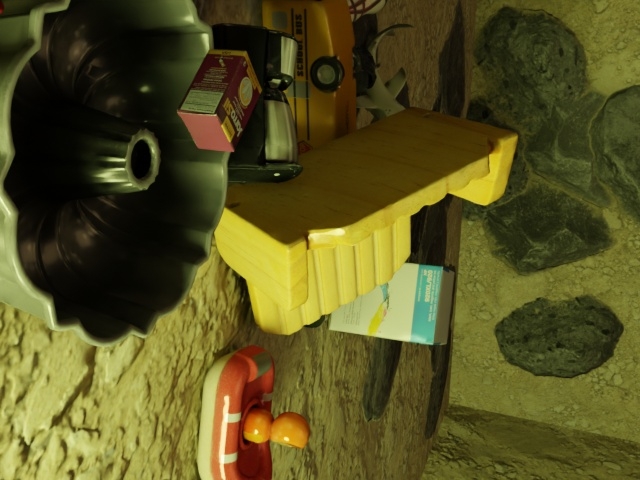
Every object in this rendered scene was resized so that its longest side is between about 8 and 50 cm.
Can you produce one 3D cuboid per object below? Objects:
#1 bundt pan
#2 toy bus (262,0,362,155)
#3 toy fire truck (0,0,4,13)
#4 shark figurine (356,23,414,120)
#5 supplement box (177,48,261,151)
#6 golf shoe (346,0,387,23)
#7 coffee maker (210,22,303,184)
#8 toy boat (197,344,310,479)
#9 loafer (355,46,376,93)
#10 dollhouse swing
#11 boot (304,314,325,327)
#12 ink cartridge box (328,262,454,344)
[{"bbox_3d":[-0.209,-0.078,0.638,0.331,0.124,0.330,9,90,-71],"label":"bundt pan"},{"bbox_3d":[-0.010,-0.210,1.125,0.108,0.130,0.332,-49,142,-58],"label":"toy bus"},{"bbox_3d":[-0.192,-0.222,0.367,0.246,0.217,0.158,-37,159,7],"label":"toy fire truck"},{"bbox_3d":[0.115,-0.339,1.522,0.116,0.166,0.278,116,-29,-69],"label":"shark figurine"},{"bbox_3d":[-0.095,-0.135,0.685,0.055,0.043,0.083,68,36,-55],"label":"supplement box"},{"bbox_3d":[0.031,-0.415,1.245,0.273,0.105,0.120,-18,132,-64],"label":"golf shoe"},{"bbox_3d":[-0.105,-0.166,0.869,0.171,0.120,0.178,3,81,-42],"label":"coffee maker"},{"bbox_3d":[-0.088,0.279,1.067,0.151,0.151,0.230,-13,109,-69],"label":"toy boat"},{"bbox_3d":[0.063,-0.318,1.350,0.078,0.076,0.223,70,21,-6],"label":"loafer"},{"bbox_3d":[0.068,0.022,1.014,0.347,0.315,0.304,-26,120,-22],"label":"dollhouse swing"},{"bbox_3d":[0.000,0.000,1.294,0.229,0.091,0.262,-54,144,-51],"label":"boot"},{"bbox_3d":[0.159,0.131,1.576,0.171,0.233,0.168,19,77,-70],"label":"ink cartridge box"}]
